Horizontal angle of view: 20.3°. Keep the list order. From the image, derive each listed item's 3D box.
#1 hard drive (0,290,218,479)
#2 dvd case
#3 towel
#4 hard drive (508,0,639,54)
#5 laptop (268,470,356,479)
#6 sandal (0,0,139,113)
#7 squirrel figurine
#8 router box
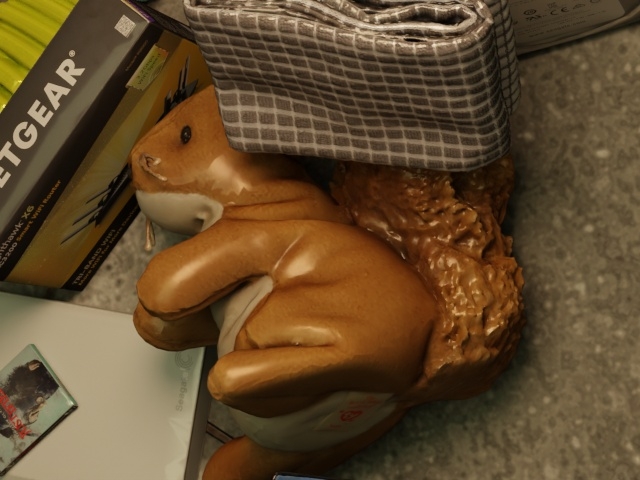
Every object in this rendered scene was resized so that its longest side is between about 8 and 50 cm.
[{"bbox_3d":[-0.268,0.170,1.916,0.307,0.040,0.203,9,88,20],"label":"hard drive"},{"bbox_3d":[-0.325,0.181,1.906,0.119,0.013,0.087,-42,73,12],"label":"dvd case"},{"bbox_3d":[0.026,-0.161,1.560,0.283,0.235,0.121,7,68,15],"label":"towel"},{"bbox_3d":[0.182,-0.259,1.637,0.236,0.339,0.064,-14,72,17],"label":"hard drive"},{"bbox_3d":[0.157,0.428,1.626,0.407,0.236,0.382,5,83,20],"label":"laptop"},{"bbox_3d":[-0.286,-0.173,1.873,0.126,0.138,0.317,44,102,29],"label":"sandal"},{"bbox_3d":[0.000,0.000,1.751,0.396,0.281,0.370,-18,63,-6],"label":"squirrel figurine"},{"bbox_3d":[-0.237,-0.097,1.823,0.081,0.243,0.309,39,99,18],"label":"router box"}]
